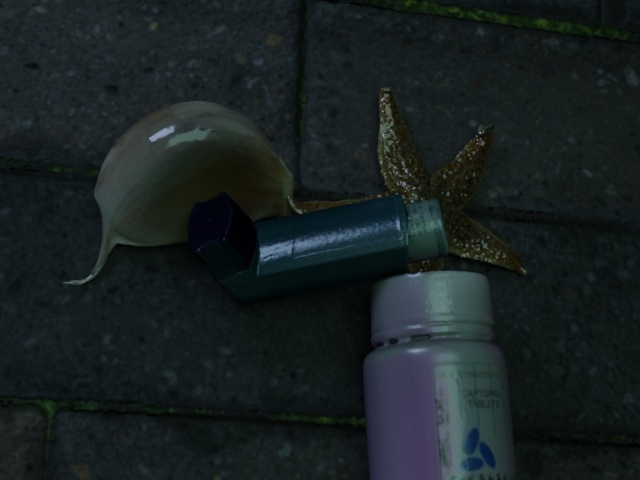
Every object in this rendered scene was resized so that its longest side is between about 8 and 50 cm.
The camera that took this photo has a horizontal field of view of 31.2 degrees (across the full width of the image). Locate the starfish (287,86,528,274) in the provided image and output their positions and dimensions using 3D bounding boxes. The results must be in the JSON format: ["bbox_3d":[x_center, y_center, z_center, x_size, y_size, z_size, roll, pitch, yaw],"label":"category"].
[{"bbox_3d":[0.105,-0.057,1.292,0.295,0.048,0.231,11,71,-15],"label":"starfish"}]

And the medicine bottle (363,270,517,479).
[{"bbox_3d":[0.121,0.166,1.182,0.152,0.152,0.254,2,76,-13],"label":"medicine bottle"}]

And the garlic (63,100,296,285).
[{"bbox_3d":[-0.167,-0.064,1.215,0.266,0.128,0.148,-20,69,-7],"label":"garlic"}]

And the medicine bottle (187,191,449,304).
[{"bbox_3d":[0.000,0.000,1.184,0.258,0.124,0.079,-10,44,4],"label":"medicine bottle"}]
